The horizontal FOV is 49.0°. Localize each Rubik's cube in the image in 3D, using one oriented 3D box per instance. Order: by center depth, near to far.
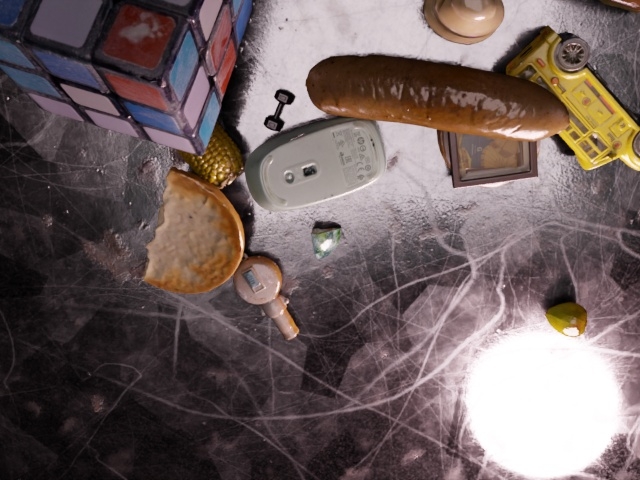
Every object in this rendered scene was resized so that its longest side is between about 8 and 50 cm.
[{"bbox_3d":[-0.334,-0.390,1.202,0.362,0.363,0.359,16,77,0],"label":"Rubik's cube"}]

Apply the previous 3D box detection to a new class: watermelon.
[{"bbox_3d":[0.000,0.000,1.507,0.085,0.085,0.061,-49,57,15],"label":"watermelon"}]

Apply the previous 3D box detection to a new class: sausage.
[{"bbox_3d":[0.206,-0.266,1.306,0.500,0.136,0.123,11,74,17],"label":"sausage"}]

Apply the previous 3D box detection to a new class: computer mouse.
[{"bbox_3d":[-0.012,-0.156,1.431,0.288,0.097,0.160,-20,106,-8],"label":"computer mouse"}]

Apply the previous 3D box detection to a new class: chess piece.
[{"bbox_3d":[0.261,-0.402,1.228,0.124,0.307,0.139,-35,100,13],"label":"chess piece"}]

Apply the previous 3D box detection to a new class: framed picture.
[{"bbox_3d":[0.340,-0.176,1.386,0.168,0.023,0.128,-8,108,4],"label":"framed picture"}]

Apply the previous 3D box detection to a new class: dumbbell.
[{"bbox_3d":[-0.086,-0.265,1.435,0.036,0.040,0.083,32,108,27],"label":"dumbbell"}]

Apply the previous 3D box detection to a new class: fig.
[{"bbox_3d":[0.524,0.166,1.500,0.087,0.074,0.074,15,108,22],"label":"fig"}]

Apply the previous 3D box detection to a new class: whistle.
[{"bbox_3d":[-0.117,0.122,1.540,0.107,0.057,0.220,-27,104,11],"label":"whistle"}]

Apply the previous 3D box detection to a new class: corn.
[{"bbox_3d":[-0.271,-0.239,1.421,0.106,0.106,0.305,-36,100,13],"label":"corn"}]

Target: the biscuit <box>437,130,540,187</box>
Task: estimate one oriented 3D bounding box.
[{"bbox_3d":[0.335,-0.200,1.418,0.208,0.049,0.181,42,104,-10],"label":"biscuit"}]

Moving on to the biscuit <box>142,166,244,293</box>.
[{"bbox_3d":[-0.261,-0.001,1.486,0.204,0.040,0.309,22,125,-2],"label":"biscuit"}]

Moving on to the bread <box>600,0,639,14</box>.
[{"bbox_3d":[0.499,-0.610,1.238,0.323,0.143,0.333,18,107,0],"label":"bread"}]

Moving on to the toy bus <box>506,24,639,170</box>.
[{"bbox_3d":[0.508,-0.251,1.340,0.330,0.144,0.152,46,113,-6],"label":"toy bus"}]
